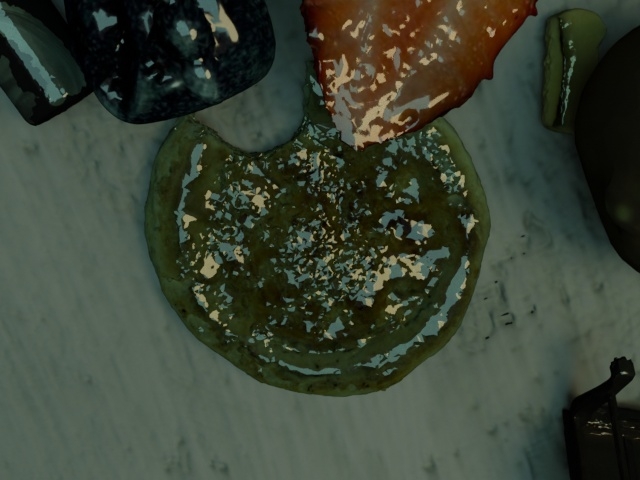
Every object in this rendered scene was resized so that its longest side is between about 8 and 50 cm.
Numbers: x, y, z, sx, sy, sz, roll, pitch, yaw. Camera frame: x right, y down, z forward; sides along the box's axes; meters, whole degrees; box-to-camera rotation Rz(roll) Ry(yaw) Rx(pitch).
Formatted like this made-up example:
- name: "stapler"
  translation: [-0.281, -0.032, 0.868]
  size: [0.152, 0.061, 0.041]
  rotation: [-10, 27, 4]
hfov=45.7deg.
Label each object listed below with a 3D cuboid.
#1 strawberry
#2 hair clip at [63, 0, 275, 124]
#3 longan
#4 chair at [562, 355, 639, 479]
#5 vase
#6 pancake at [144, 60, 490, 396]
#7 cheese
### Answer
- name: "strawberry"
  translation: [0.054, -0.141, 0.469]
  size: [0.146, 0.082, 0.187]
  rotation: [23, 90, -9]
- name: "hair clip"
  translation: [-0.118, -0.226, 0.398]
  size: [0.206, 0.194, 0.310]
  rotation: [-39, 116, 12]
- name: "longan"
  translation: [0.246, -0.055, 0.463]
  size: [0.189, 0.189, 0.189]
  rotation: [0, 106, -1]
- name: "chair"
  translation: [0.233, 0.197, 0.583]
  size: [0.106, 0.113, 0.229]
  rotation: [10, 143, -3]
- name: "vase"
  translation: [-0.220, -0.175, 0.475]
  size: [0.060, 0.060, 0.211]
  rotation: [-30, 104, 7]
- name: "pancake"
  translation: [0.000, 0.000, 0.540]
  size: [0.253, 0.037, 0.254]
  rotation: [0, 103, 1]
- name: "cheese"
  translation: [0.174, -0.114, 0.515]
  size: [0.044, 0.030, 0.083]
  rotation: [-4, 102, -21]
